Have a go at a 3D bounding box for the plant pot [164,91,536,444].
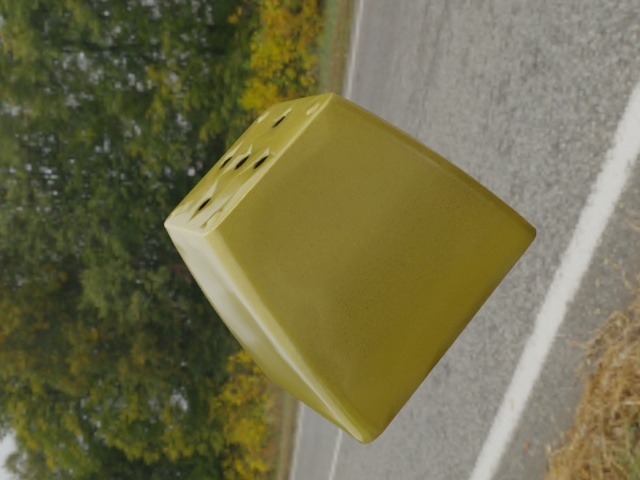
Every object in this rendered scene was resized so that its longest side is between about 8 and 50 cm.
[{"bbox_3d":[0.000,0.000,0.686,0.212,0.187,0.212,-50,21,-12],"label":"plant pot"}]
